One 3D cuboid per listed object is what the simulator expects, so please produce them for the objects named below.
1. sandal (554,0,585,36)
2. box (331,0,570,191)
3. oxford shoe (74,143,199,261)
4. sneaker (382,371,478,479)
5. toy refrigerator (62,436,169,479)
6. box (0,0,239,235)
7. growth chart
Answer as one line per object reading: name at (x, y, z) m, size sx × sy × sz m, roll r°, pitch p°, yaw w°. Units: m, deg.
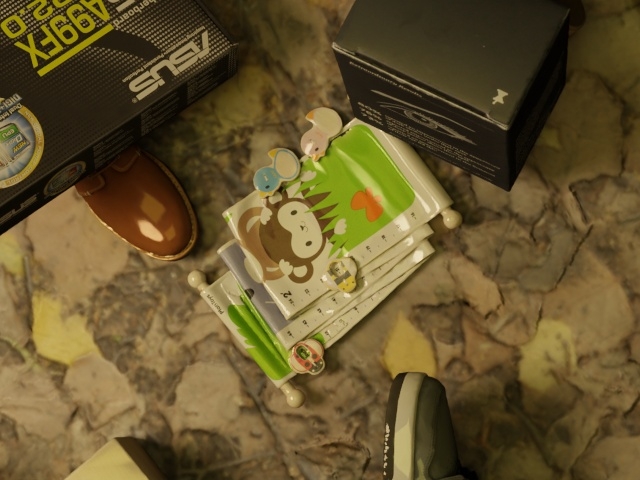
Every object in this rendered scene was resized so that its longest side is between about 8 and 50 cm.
sandal at (0.129, -0.253, 1.625) m, size 0.079 × 0.088 × 0.240 m, roll -38°, pitch 67°, yaw 36°
box at (0.106, -0.137, 1.557) m, size 0.153 × 0.207 × 0.108 m, roll 27°, pitch 82°, yaw 9°
oxford shoe at (-0.188, -0.064, 1.688) m, size 0.076 × 0.076 × 0.212 m, roll -44°, pitch 84°, yaw 6°
sneaker at (0.153, 0.245, 1.591) m, size 0.178 × 0.124 × 0.296 m, roll -7°, pitch 96°, yaw 16°
toy refrigerator at (-0.118, 0.299, 1.663) m, size 0.102 × 0.094 × 0.269 m, roll -41°, pitch 83°, yaw 1°
box at (-0.237, -0.156, 1.643) m, size 0.270 × 0.060 × 0.216 m, roll -35°, pitch 75°, yaw -15°
growth chart at (0.000, 0.000, 1.679) m, size 0.172 × 0.021 × 0.237 m, roll 44°, pitch 97°, yaw 9°
